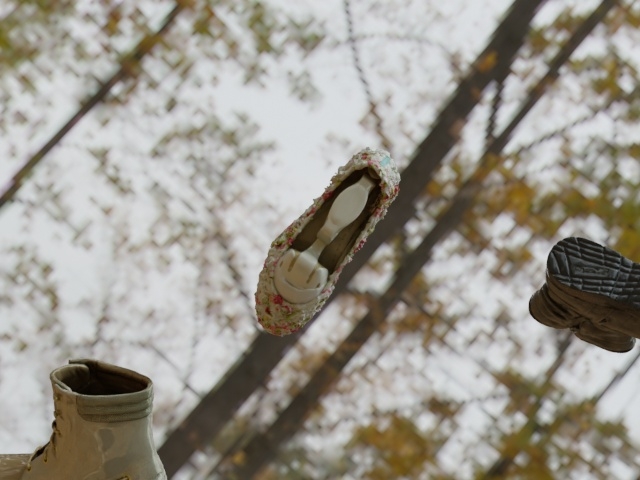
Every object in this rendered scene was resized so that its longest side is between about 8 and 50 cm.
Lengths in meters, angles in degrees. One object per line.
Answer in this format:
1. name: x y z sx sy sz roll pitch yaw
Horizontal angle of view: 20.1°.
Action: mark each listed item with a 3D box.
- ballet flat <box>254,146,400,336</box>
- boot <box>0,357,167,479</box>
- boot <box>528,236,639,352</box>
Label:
1. ballet flat: 0.000 0.000 1.968 0.091 0.241 0.077 33 6 2
2. boot: -0.259 0.195 1.788 0.213 0.077 0.165 2 -57 10
3. boot: 0.355 0.085 2.005 0.246 0.083 0.161 25 -21 12
